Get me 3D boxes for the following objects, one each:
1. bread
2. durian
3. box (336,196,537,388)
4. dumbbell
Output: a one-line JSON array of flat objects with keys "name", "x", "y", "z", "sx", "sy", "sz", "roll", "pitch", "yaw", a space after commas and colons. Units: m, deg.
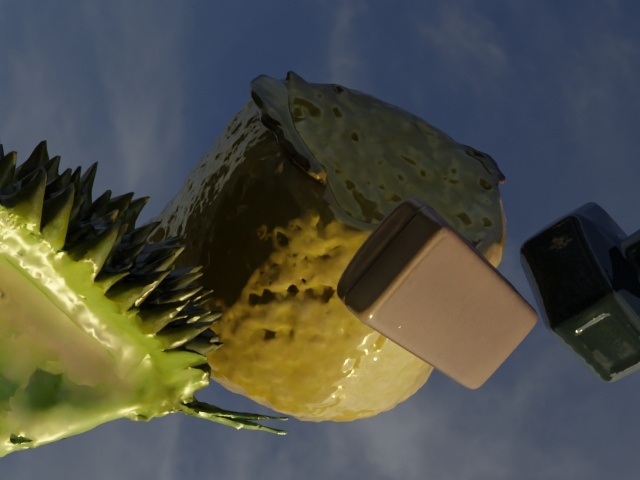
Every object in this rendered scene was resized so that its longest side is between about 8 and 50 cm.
[{"name": "bread", "x": -0.002, "y": 0.003, "z": 0.517, "sx": 0.197, "sy": 0.197, "sz": 0.170, "roll": 48, "pitch": -55, "yaw": 23}, {"name": "durian", "x": -0.191, "y": 0.037, "z": 0.330, "sx": 0.157, "sy": 0.355, "sz": 0.169, "roll": -7, "pitch": -86, "yaw": 49}, {"name": "box", "x": 0.048, "y": 0.024, "z": 0.348, "sx": 0.048, "sy": 0.115, "sz": 0.025, "roll": -49, "pitch": -127, "yaw": 5}, {"name": "dumbbell", "x": 0.328, "y": -0.018, "z": 0.721, "sx": 0.325, "sy": 0.144, "sz": 0.160, "roll": -35, "pitch": -126, "yaw": 28}]
